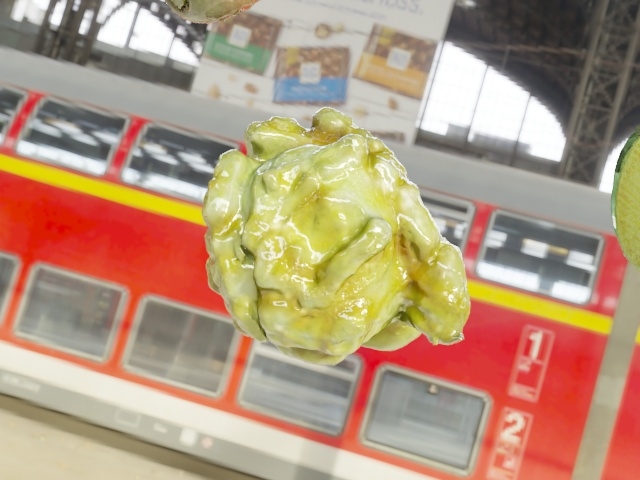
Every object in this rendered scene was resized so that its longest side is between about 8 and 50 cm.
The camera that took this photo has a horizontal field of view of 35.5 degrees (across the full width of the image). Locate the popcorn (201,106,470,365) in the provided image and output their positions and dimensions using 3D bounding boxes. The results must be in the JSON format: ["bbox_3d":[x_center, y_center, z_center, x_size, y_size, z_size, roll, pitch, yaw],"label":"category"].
[{"bbox_3d":[0.003,0.008,1.205,0.279,0.336,0.274,-12,-27,-16],"label":"popcorn"}]

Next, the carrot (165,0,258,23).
[{"bbox_3d":[-0.048,-0.349,1.079,0.139,0.301,0.139,52,-14,18],"label":"carrot"}]

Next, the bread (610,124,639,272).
[{"bbox_3d":[0.448,-0.056,1.257,0.033,0.229,0.228,2,1,-25],"label":"bread"}]
